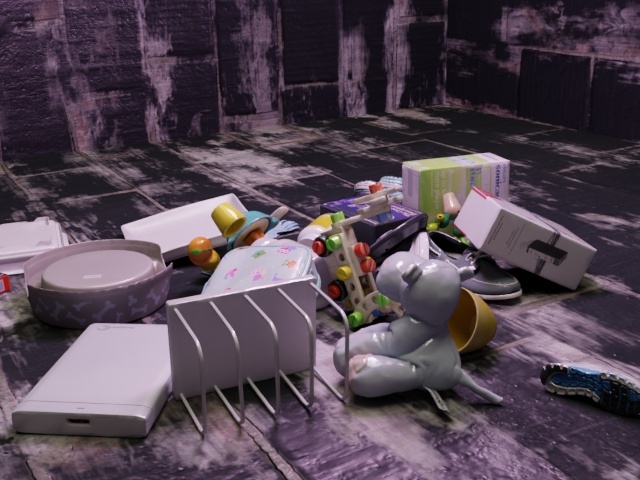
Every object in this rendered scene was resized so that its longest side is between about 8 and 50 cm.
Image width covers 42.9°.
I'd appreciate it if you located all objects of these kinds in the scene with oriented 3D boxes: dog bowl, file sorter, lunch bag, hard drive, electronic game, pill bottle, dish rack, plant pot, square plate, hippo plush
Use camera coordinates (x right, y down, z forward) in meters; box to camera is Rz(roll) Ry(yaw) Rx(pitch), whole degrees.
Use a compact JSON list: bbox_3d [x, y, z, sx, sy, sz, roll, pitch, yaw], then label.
[{"bbox_3d":[-0.511,0.098,1.885,0.349,0.102,0.349,-2,19,1],"label":"dog bowl"},{"bbox_3d":[-0.107,0.199,1.419,0.278,0.192,0.173,-9,23,-22],"label":"file sorter"},{"bbox_3d":[-0.123,0.125,1.655,0.224,0.107,0.279,-1,37,19],"label":"lunch bag"},{"bbox_3d":[-0.382,0.248,1.514,0.233,0.047,0.353,1,18,6],"label":"hard drive"},{"bbox_3d":[0.171,0.004,2.012,0.229,0.048,0.229,-34,-8,-5],"label":"electronic game"},{"bbox_3d":[-0.068,0.068,1.889,0.131,0.131,0.229,-16,24,-36],"label":"pill bottle"},{"bbox_3d":[0.000,0.000,2.130,0.103,0.103,0.184,5,20,20],"label":"pill bottle"},{"bbox_3d":[-0.839,0.009,2.228,0.286,0.072,0.333,-9,19,-18],"label":"dish rack"},{"bbox_3d":[0.293,0.165,1.611,0.095,0.134,0.134,16,7,-34],"label":"plant pot"},{"bbox_3d":[-0.367,-0.027,2.252,0.344,0.049,0.347,-18,21,-12],"label":"square plate"},{"bbox_3d":[0.153,0.146,1.453,0.234,0.236,0.294,-6,18,-28],"label":"hippo plush"}]

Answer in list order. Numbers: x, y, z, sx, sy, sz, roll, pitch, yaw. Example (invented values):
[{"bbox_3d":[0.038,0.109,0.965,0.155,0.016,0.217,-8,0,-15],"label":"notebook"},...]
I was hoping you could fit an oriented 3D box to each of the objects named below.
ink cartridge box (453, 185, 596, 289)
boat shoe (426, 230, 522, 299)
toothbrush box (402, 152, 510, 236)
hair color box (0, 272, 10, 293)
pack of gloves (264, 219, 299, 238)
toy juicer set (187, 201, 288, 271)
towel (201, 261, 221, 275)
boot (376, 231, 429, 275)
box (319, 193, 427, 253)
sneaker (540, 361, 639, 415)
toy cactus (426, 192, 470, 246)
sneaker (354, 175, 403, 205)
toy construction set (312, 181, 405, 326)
[{"bbox_3d":[0.481,-0.007,1.929,0.273,0.114,0.197,23,13,-16],"label":"ink cartridge box"},{"bbox_3d":[0.351,0.057,1.939,0.116,0.099,0.319,-12,21,-29],"label":"boat shoe"},{"bbox_3d":[0.384,-0.128,2.319,0.283,0.206,0.122,-7,19,-19],"label":"toothbrush box"},{"bbox_3d":[-0.836,0.102,1.989,0.141,0.043,0.072,8,22,28],"label":"hair color box"},{"bbox_3d":[-0.190,-0.048,2.379,0.195,0.046,0.232,13,24,39],"label":"pack of gloves"},{"bbox_3d":[-0.198,0.007,2.007,0.089,0.209,0.329,47,18,16],"label":"toy juicer set"},{"bbox_3d":[-0.213,0.063,2.085,0.113,0.023,0.152,14,24,37],"label":"towel"},{"bbox_3d":[0.192,0.063,1.900,0.124,0.095,0.258,-1,31,8],"label":"boot"},{"bbox_3d":[0.143,-0.044,2.259,0.184,0.103,0.261,-16,24,-31],"label":"box"},{"bbox_3d":[0.490,0.245,1.425,0.191,0.071,0.083,15,19,40],"label":"sneaker"},{"bbox_3d":[0.367,-0.050,2.176,0.219,0.112,0.180,0,59,-21],"label":"toy cactus"},{"bbox_3d":[0.171,-0.116,2.456,0.110,0.122,0.283,16,-11,-20],"label":"sneaker"},{"bbox_3d":[0.106,0.043,1.728,0.151,0.327,0.215,-1,-10,-43],"label":"toy construction set"}]
